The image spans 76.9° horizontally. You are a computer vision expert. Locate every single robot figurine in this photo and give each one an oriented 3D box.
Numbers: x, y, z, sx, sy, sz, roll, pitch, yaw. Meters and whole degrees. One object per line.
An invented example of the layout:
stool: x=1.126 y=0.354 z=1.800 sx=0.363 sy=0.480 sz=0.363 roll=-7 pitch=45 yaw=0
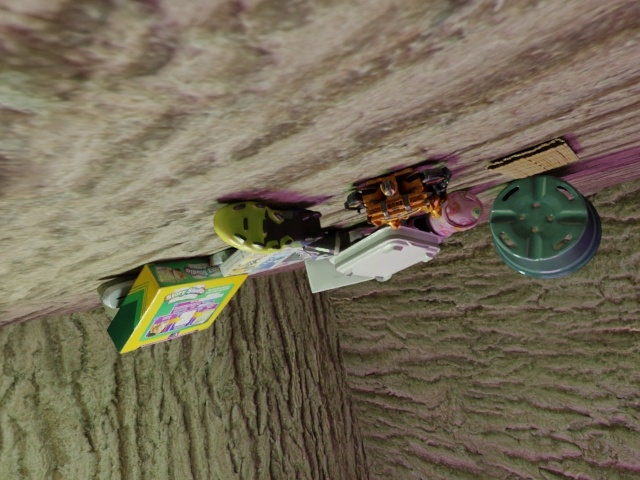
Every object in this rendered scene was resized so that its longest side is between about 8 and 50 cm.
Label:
robot figurine: x=0.173 y=-0.080 z=0.832 sx=0.211 sy=0.084 sz=0.291 roll=-16 pitch=174 yaw=21

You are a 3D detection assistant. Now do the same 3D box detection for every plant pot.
plant pot: x=0.704 y=-0.051 z=1.295 sx=0.341 sy=0.340 sz=0.334 roll=-16 pitch=165 yaw=30

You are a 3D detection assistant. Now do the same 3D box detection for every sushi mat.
sushi mat: x=0.495 y=-0.179 z=0.925 sx=0.152 sy=0.019 sz=0.317 roll=-19 pitch=173 yaw=36

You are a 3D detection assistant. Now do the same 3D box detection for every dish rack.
dish rack: x=0.226 y=0.061 z=1.391 sx=0.286 sy=0.072 sz=0.333 roll=12 pitch=149 yaw=-36

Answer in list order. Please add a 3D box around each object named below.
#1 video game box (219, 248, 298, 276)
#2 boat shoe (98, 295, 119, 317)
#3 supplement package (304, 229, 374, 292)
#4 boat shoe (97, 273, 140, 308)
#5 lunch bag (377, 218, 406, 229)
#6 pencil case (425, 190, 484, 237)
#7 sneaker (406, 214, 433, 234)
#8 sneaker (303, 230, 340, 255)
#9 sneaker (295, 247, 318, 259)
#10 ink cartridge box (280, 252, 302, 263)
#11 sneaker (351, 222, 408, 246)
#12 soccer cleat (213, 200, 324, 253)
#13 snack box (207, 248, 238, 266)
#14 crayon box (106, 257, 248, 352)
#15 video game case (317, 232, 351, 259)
video game box: x=-0.181 y=0.045 z=1.265 sx=0.205 sy=0.048 sz=0.187 roll=-7 pitch=156 yaw=-47
boat shoe: x=-0.725 y=0.212 z=1.512 sx=0.340 sy=0.127 sz=0.113 roll=-23 pitch=-168 yaw=47
supplement package: x=0.069 y=0.091 z=1.675 sx=0.262 sy=0.203 sz=0.145 roll=-13 pitch=172 yaw=-4
boat shoe: x=-0.587 y=0.145 z=1.357 sx=0.094 sy=0.109 sz=0.302 roll=28 pitch=-160 yaw=32
lunch bag: x=0.255 y=-0.056 z=1.432 sx=0.071 sy=0.053 sz=0.083 roll=-10 pitch=165 yaw=-39
pencil case: x=0.410 y=-0.079 z=1.264 sx=0.124 sy=0.124 sz=0.284 roll=-14 pitch=175 yaw=4
sneaker: x=0.359 y=-0.048 z=1.630 sx=0.319 sy=0.112 sz=0.131 roll=-17 pitch=153 yaw=30
sneaker: x=0.000 y=0.000 z=1.377 sx=0.118 sy=0.083 sz=0.222 roll=9 pitch=-177 yaw=-3
sneaker: x=-0.066 y=0.042 z=1.423 sx=0.135 sy=0.058 sz=0.052 roll=13 pitch=-162 yaw=-19
ink cartridge box: x=-0.275 y=0.098 z=1.659 sx=0.324 sy=0.071 sz=0.330 roll=-15 pitch=176 yaw=20
sneaker: x=0.216 y=0.010 z=1.572 sx=0.279 sy=0.107 sz=0.118 roll=-27 pitch=-178 yaw=6
soccer cleat: x=-0.105 y=-0.019 z=0.775 sx=0.121 sy=0.093 sz=0.289 roll=-9 pitch=177 yaw=32
snack box: x=-0.284 y=0.053 z=1.331 sx=0.100 sy=0.037 sz=0.141 roll=-21 pitch=171 yaw=40
crayon box: x=-0.467 y=0.200 z=1.351 sx=0.313 sy=0.106 sz=0.363 roll=-51 pitch=157 yaw=23
video game case: x=0.044 y=0.020 z=1.528 sx=0.143 sy=0.019 sz=0.157 roll=-14 pitch=-158 yaw=7
